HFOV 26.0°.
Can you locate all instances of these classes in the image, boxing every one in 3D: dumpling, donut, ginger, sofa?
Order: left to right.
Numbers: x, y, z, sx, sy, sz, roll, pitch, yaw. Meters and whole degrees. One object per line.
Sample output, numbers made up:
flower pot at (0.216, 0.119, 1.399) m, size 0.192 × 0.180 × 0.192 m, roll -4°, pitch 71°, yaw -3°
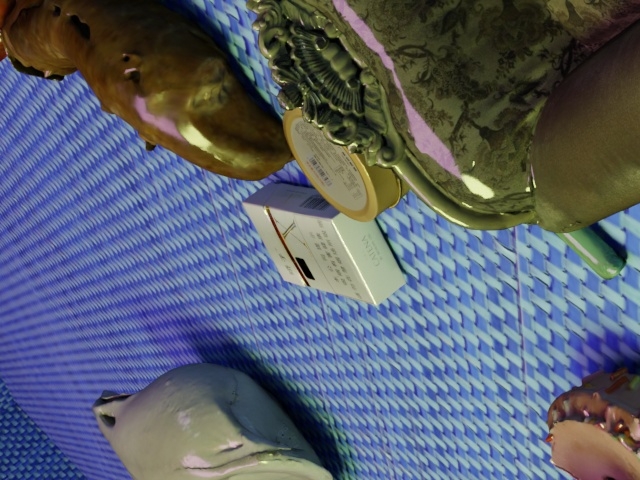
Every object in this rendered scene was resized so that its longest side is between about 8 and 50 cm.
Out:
ginger at (-0.158, -0.147, 1.145) m, size 0.309 × 0.107 × 0.133 m, roll 31°, pitch 137°, yaw 37°
dumpling at (-0.100, 0.253, 1.622) m, size 0.341 × 0.181 × 0.260 m, roll -19°, pitch 136°, yaw 35°
sofa at (0.076, -0.133, 0.548) m, size 0.258 × 0.182 × 0.200 m, roll 53°, pitch 159°, yaw -1°
donut at (0.210, 0.132, 0.872) m, size 0.166 × 0.065 × 0.117 m, roll 34°, pitch 155°, yaw 37°

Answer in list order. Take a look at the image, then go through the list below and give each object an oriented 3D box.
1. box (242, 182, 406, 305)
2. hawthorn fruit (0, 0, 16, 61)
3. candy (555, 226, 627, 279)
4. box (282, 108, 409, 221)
box at (0.000, 0.000, 1.136) m, size 0.154 × 0.040 × 0.084 m, roll 11°, pitch 136°, yaw 59°
hawthorn fruit at (-0.388, -0.266, 1.308) m, size 0.299 × 0.211 × 0.211 m, roll 46°, pitch 161°, yaw 39°
candy at (0.016, -0.129, 0.843) m, size 0.440 × 0.119 × 0.119 m, roll 42°, pitch 159°, yaw 4°
box at (0.018, -0.063, 0.997) m, size 0.105 × 0.037 × 0.105 m, roll 44°, pitch 159°, yaw 22°
